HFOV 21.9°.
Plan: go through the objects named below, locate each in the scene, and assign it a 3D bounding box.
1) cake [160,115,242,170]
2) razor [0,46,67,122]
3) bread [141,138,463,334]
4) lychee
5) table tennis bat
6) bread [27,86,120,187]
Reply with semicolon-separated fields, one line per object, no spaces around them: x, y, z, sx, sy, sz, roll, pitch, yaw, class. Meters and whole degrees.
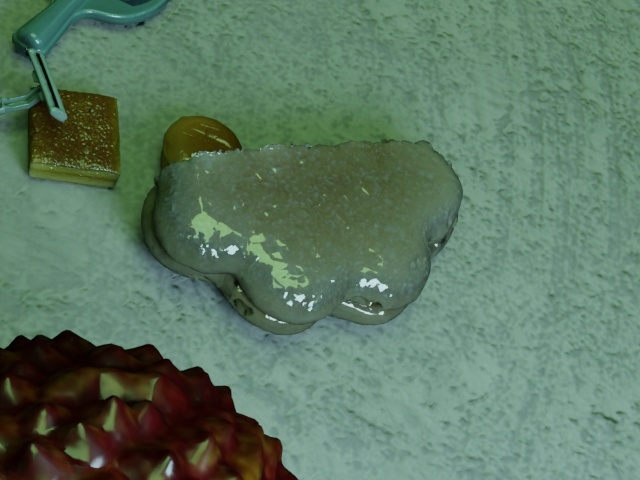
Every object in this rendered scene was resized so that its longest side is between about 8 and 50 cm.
-0.120;-0.084;1.658;0.084;0.044;0.084;10;54;-14;cake
-0.355;-0.121;1.583;0.211;0.036;0.084;-17;57;-12;razor
-0.002;0.001;1.616;0.337;0.102;0.183;-6;65;-27;bread
-0.224;0.296;1.160;0.424;0.424;0.500;44;98;10;lychee
-0.246;-0.266;1.733;0.149;0.038;0.237;35;50;2;table tennis bat
-0.243;-0.101;1.626;0.090;0.035;0.094;5;57;-18;bread
